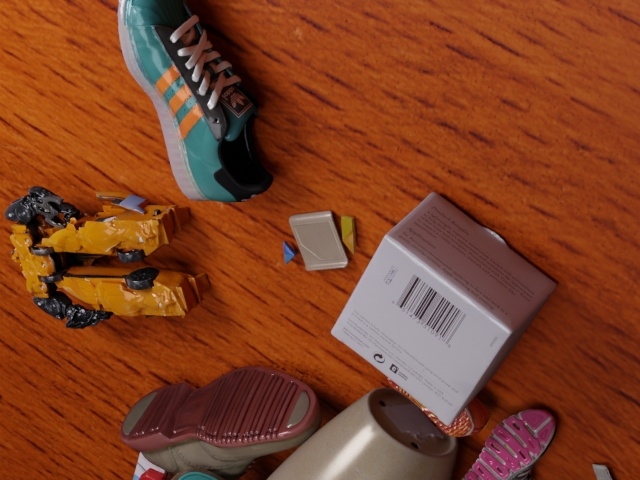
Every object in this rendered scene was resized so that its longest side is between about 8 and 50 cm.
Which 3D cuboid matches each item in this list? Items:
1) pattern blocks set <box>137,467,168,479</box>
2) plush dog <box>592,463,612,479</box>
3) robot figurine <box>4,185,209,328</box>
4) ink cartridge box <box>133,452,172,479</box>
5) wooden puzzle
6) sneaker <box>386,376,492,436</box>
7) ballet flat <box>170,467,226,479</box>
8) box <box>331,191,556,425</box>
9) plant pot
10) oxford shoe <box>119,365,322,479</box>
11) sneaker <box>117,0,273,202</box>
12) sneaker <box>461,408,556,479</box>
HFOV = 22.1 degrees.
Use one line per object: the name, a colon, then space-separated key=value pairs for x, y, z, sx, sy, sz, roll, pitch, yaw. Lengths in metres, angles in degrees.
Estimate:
pattern blocks set: x=-0.137 y=0.473 z=2.343 sx=0.285 sy=0.026 sz=0.325 roll=17 pitch=132 yaw=18
plush dog: x=0.300 y=0.403 z=1.865 sx=0.210 sy=0.225 sz=0.262 roll=28 pitch=130 yaw=21
robot figurine: x=-0.294 y=0.021 z=2.181 sx=0.291 sy=0.085 sz=0.211 roll=4 pitch=118 yaw=35
ink cartridge box: x=-0.239 y=0.326 z=2.364 sx=0.048 sy=0.028 sz=0.083 roll=32 pitch=131 yaw=17
wooden puzzle: x=0.000 y=0.000 z=1.996 sx=0.116 sy=0.014 sz=0.078 roll=2 pitch=113 yaw=36
sneaker: x=0.133 y=0.170 z=1.968 sx=0.175 sy=0.067 sz=0.064 roll=50 pitch=118 yaw=23
ballet flat: x=-0.076 y=0.442 z=2.185 sx=0.342 sy=0.116 sz=0.124 roll=39 pitch=165 yaw=6
box: x=0.138 y=0.078 z=1.864 sx=0.181 sy=0.119 sz=0.182 roll=38 pitch=133 yaw=12
plant pot: x=0.049 y=0.323 z=2.022 sx=0.256 sy=0.256 sz=0.274 roll=36 pitch=115 yaw=15
oxford shoe: x=-0.111 y=0.254 z=2.183 sx=0.348 sy=0.123 sz=0.130 roll=-8 pitch=133 yaw=45
sneaker: x=-0.136 y=-0.181 z=1.931 sx=0.121 sy=0.108 sz=0.302 roll=2 pitch=125 yaw=36
sneaker: x=0.229 y=0.265 z=1.955 sx=0.063 sy=0.075 sz=0.170 roll=46 pitch=114 yaw=29
